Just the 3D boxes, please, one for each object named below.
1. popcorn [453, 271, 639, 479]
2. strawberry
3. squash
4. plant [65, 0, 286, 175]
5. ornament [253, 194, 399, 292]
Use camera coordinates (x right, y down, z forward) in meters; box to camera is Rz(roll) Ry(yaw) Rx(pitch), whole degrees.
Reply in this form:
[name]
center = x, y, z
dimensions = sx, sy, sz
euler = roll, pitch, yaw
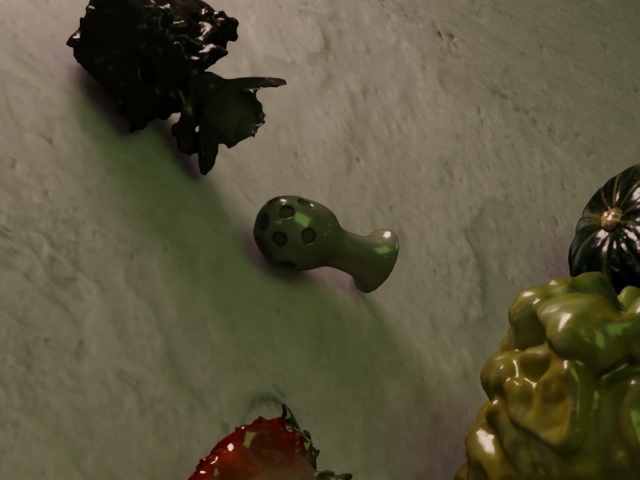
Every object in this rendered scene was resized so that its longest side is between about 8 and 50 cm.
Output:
[popcorn]
center = 0.270, 0.173, 1.599
dimensions = 0.312, 0.312, 0.312
euler = 33, 31, -23
[strawberry]
center = -0.043, 0.242, 1.296
dimensions = 0.174, 0.098, 0.228
euler = 42, 30, 0
[squash]
center = 0.402, 0.009, 2.080
dimensions = 0.172, 0.218, 0.218
euler = 36, 27, -45
[plant]
center = -0.142, -0.168, 1.669
dimensions = 0.203, 0.142, 0.131
euler = 33, 20, -5
[ornament]
center = 0.000, 0.000, 1.698
dimensions = 0.156, 0.075, 0.081
euler = 17, 31, -39
